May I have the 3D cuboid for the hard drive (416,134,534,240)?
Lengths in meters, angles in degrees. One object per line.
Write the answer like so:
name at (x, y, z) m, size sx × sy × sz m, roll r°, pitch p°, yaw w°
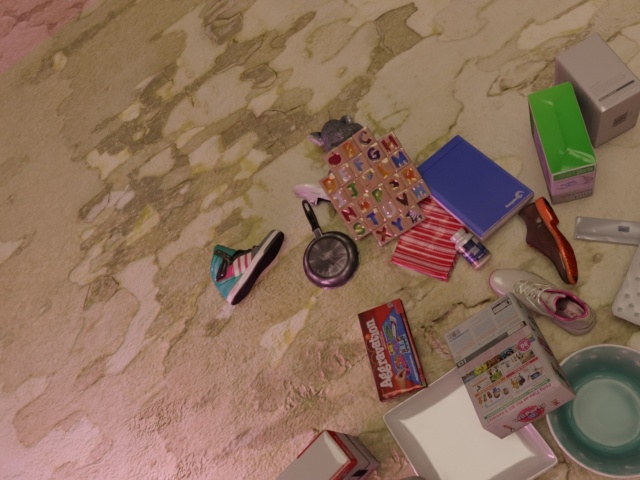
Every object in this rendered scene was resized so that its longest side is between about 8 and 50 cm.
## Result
hard drive at (0.458, -0.169, 1.848) m, size 0.210 × 0.040 × 0.319 m, roll -39°, pitch 58°, yaw -6°

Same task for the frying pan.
frying pan at (0.028, -0.001, 1.980) m, size 0.197 × 0.053 × 0.326 m, roll -8°, pitch 73°, yaw 17°

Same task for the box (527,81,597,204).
box at (0.691, -0.272, 1.720) m, size 0.126 × 0.231 × 0.262 m, roll -14°, pitch 68°, yaw 16°

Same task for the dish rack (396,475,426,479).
dish rack at (0.162, 0.752, 1.573) m, size 0.332 × 0.072 × 0.286 m, roll -17°, pitch 109°, yaw 1°

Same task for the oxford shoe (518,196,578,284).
oxford shoe at (0.655, 0.012, 1.728) m, size 0.098 × 0.096 × 0.272 m, roll -30°, pitch 58°, yaw 30°

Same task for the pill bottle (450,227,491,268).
pill bottle at (0.443, 0.021, 1.785) m, size 0.067 × 0.067 × 0.120 m, roll -43°, pitch 83°, yaw 2°

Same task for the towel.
towel at (0.356, -0.028, 1.874) m, size 0.198 × 0.031 × 0.275 m, roll 20°, pitch 80°, yaw 26°

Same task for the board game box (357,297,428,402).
board game box at (0.209, 0.322, 1.785) m, size 0.145 × 0.027 × 0.281 m, roll -23°, pitch 57°, yaw 15°

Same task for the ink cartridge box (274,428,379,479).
ink cartridge box at (0.025, 0.631, 1.635) m, size 0.197 × 0.273 × 0.114 m, roll -46°, pitch 61°, yaw 0°

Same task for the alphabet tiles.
alphabet tiles at (0.167, -0.167, 1.883) m, size 0.285 × 0.011 × 0.343 m, roll -32°, pitch 94°, yaw 19°

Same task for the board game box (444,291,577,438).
board game box at (0.479, 0.317, 1.557) m, size 0.224 × 0.097 × 0.303 m, roll -39°, pitch 36°, yaw 21°

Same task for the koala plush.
koala plush at (0.069, -0.334, 2.009) m, size 0.196 × 0.203 × 0.221 m, roll -30°, pitch 44°, yaw -3°

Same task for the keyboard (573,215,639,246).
keyboard at (0.856, -0.023, 1.699) m, size 0.255 × 0.014 × 0.072 m, roll 7°, pitch 70°, yaw 22°

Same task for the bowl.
bowl at (0.727, 0.426, 1.509) m, size 0.311 × 0.163 × 0.312 m, roll -7°, pitch 71°, yaw 19°

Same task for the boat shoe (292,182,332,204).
boat shoe at (-0.011, -0.151, 2.038) m, size 0.184 × 0.066 × 0.063 m, roll 8°, pitch 74°, yaw 12°

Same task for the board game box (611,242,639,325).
board game box at (1.023, 0.101, 1.563) m, size 0.389 × 0.050 × 0.390 m, roll 24°, pitch 82°, yaw 23°

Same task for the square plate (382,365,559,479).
square plate at (0.401, 0.542, 1.654) m, size 0.344 × 0.049 × 0.347 m, roll -36°, pitch 64°, yaw 7°

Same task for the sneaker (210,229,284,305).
sneaker at (-0.268, 0.051, 2.033) m, size 0.178 × 0.124 × 0.296 m, roll 37°, pitch 89°, yaw 17°

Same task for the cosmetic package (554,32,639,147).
cosmetic package at (0.795, -0.428, 1.738) m, size 0.138 × 0.224 × 0.225 m, roll -29°, pitch 65°, yaw 9°

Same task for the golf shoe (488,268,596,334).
golf shoe at (0.609, 0.149, 1.661) m, size 0.306 × 0.140 × 0.115 m, roll 25°, pitch 84°, yaw 27°
